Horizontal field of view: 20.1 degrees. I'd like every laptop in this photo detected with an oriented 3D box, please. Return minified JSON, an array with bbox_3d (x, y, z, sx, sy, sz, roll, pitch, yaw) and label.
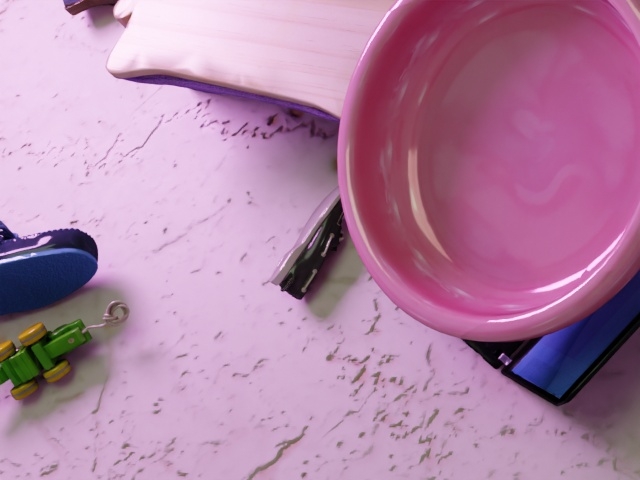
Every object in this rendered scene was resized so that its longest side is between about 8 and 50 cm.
[{"bbox_3d":[0.198,-0.008,1.572,0.234,0.136,0.264,-46,67,-4],"label":"laptop"}]

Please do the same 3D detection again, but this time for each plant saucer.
[{"bbox_3d":[0.164,-0.080,1.507,0.332,0.084,0.332,-5,81,38],"label":"plant saucer"}]

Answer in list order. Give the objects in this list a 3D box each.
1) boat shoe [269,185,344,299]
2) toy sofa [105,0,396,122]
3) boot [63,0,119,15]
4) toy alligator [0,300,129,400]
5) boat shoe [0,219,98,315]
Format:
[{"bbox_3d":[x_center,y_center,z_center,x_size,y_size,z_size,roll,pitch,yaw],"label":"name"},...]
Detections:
[{"bbox_3d":[0.000,0.000,1.742,0.125,0.038,0.046,-56,10,-18],"label":"boat shoe"},{"bbox_3d":[-0.026,-0.186,1.797,0.363,0.150,0.177,13,74,34],"label":"toy sofa"},{"bbox_3d":[-0.260,-0.355,2.069,0.106,0.082,0.219,-23,55,11],"label":"boot"},{"bbox_3d":[-0.268,0.106,1.818,0.190,0.056,0.051,-29,12,10],"label":"toy alligator"},{"bbox_3d":[-0.349,0.023,1.875,0.258,0.109,0.089,-14,53,18],"label":"boat shoe"}]
